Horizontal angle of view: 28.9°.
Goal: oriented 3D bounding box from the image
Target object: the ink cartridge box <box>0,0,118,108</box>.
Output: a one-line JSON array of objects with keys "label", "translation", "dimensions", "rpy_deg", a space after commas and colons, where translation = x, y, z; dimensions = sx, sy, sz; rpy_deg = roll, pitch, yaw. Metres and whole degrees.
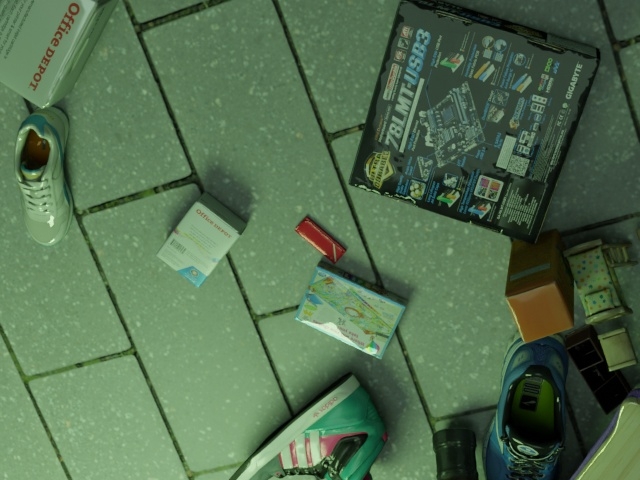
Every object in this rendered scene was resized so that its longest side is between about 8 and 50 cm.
[{"label": "ink cartridge box", "translation": [-0.464, -0.356, 1.854], "dimensions": [0.272, 0.114, 0.197], "rpy_deg": [33, 113, 0]}]

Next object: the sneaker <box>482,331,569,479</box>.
[{"label": "sneaker", "translation": [0.312, 0.308, 1.912], "dimensions": [0.129, 0.147, 0.330], "rpy_deg": [5, 112, 11]}]

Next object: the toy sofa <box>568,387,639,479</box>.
[{"label": "toy sofa", "translation": [0.462, 0.334, 1.854], "dimensions": [0.177, 0.150, 0.363], "rpy_deg": [25, 125, 0]}]

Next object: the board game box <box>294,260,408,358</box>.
[{"label": "board game box", "translation": [0.048, 0.110, 1.962], "dimensions": [0.154, 0.026, 0.103], "rpy_deg": [25, 114, 2]}]

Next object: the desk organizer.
[{"label": "desk organizer", "translation": [0.425, 0.198, 1.896], "dimensions": [0.047, 0.050, 0.130], "rpy_deg": [-29, 102, 21]}]

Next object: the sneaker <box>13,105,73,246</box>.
[{"label": "sneaker", "translation": [-0.446, -0.094, 1.962], "dimensions": [0.087, 0.092, 0.229], "rpy_deg": [5, 113, 9]}]

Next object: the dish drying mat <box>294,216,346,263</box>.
[{"label": "dish drying mat", "translation": [0.000, 0.000, 1.941], "dimensions": [0.083, 0.008, 0.032], "rpy_deg": [40, 114, -4]}]

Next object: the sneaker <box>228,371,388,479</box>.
[{"label": "sneaker", "translation": [-0.001, 0.368, 2.025], "dimensions": [0.295, 0.124, 0.178], "rpy_deg": [-41, 88, 22]}]

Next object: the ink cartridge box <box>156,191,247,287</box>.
[{"label": "ink cartridge box", "translation": [-0.187, -0.002, 1.959], "dimensions": [0.088, 0.052, 0.122], "rpy_deg": [38, 115, -4]}]

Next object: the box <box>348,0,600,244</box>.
[{"label": "box", "translation": [0.217, -0.175, 1.791], "dimensions": [0.293, 0.073, 0.296], "rpy_deg": [18, 114, 7]}]

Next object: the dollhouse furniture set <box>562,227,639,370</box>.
[{"label": "dollhouse furniture set", "translation": [0.457, 0.077, 1.777], "dimensions": [0.161, 0.101, 0.182], "rpy_deg": [-21, 78, 19]}]

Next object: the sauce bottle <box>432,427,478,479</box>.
[{"label": "sauce bottle", "translation": [0.222, 0.462, 1.911], "dimensions": [0.111, 0.344, 0.111], "rpy_deg": [-1, 153, 0]}]

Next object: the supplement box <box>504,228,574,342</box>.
[{"label": "supplement box", "translation": [0.315, 0.060, 1.769], "dimensions": [0.080, 0.233, 0.078], "rpy_deg": [-21, 104, 16]}]
